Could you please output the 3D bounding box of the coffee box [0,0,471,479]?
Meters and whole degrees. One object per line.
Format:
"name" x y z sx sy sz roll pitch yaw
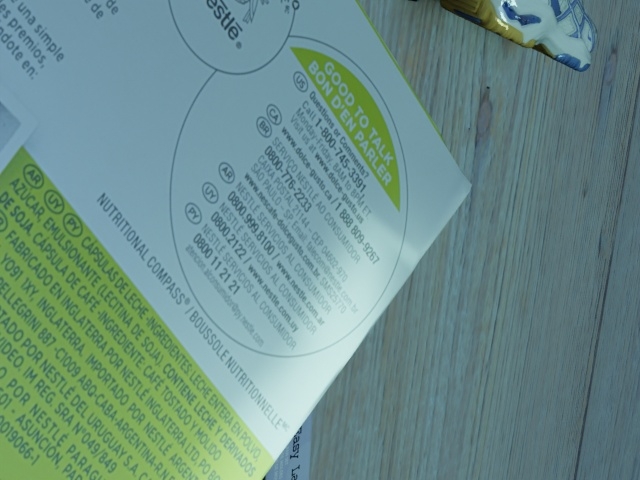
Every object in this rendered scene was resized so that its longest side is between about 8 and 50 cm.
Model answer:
"coffee box" -0.205 -0.035 0.654 0.334 0.338 0.338 -53 123 -27

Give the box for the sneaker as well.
"sneaker" 0.221 -0.247 1.441 0.131 0.112 0.296 -65 160 10

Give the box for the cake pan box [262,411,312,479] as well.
"cake pan box" -0.104 0.250 1.274 0.246 0.070 0.267 -25 124 -52
